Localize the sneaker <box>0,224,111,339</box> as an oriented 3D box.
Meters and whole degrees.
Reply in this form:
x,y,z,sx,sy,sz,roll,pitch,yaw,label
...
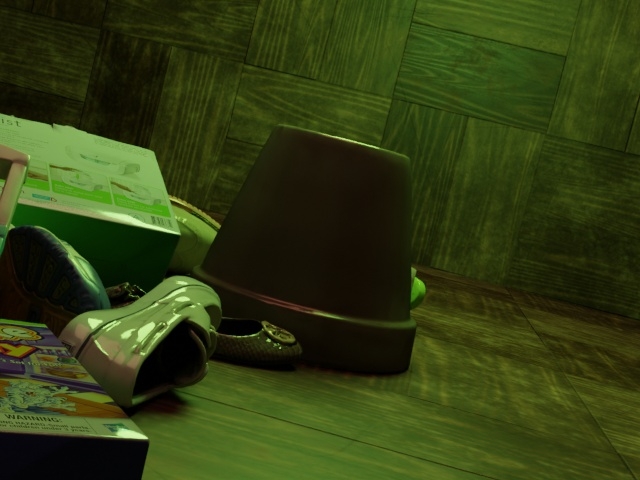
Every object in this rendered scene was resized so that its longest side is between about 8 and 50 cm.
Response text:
x,y,z,sx,sy,sz,roll,pitch,yaw,label
-0.285,0.040,1.019,0.131,0.112,0.296,18,4,-46,sneaker

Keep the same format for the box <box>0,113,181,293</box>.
x,y,z,sx,sy,sz,roll,pitch,yaw,label
-0.346,-0.049,1.300,0.262,0.126,0.231,11,29,-28,box

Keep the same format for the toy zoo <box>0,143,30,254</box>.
x,y,z,sx,sy,sz,roll,pitch,yaw,label
-0.361,-0.018,0.802,0.192,0.030,0.293,13,46,-13,toy zoo

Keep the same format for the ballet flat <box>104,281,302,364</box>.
x,y,z,sx,sy,sz,roll,pitch,yaw,label
-0.138,0.094,1.104,0.250,0.058,0.084,13,5,-11,ballet flat

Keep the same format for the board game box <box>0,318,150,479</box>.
x,y,z,sx,sy,sz,roll,pitch,yaw,label
-0.298,0.091,0.517,0.347,0.078,0.233,11,5,-31,board game box

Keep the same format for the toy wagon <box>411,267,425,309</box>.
x,y,z,sx,sy,sz,roll,pitch,yaw,label
-0.001,0.053,1.623,0.267,0.068,0.344,29,-23,-37,toy wagon

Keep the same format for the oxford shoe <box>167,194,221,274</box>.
x,y,z,sx,sy,sz,roll,pitch,yaw,label
-0.317,0.002,1.527,0.397,0.140,0.146,15,32,-27,oxford shoe

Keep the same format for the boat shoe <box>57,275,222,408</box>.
x,y,z,sx,sy,sz,roll,pitch,yaw,label
-0.140,0.094,0.883,0.088,0.096,0.267,19,7,15,boat shoe

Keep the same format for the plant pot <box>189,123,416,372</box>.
x,y,z,sx,sy,sz,roll,pitch,yaw,label
0.000,0.000,1.311,0.323,0.280,0.323,15,4,-1,plant pot
